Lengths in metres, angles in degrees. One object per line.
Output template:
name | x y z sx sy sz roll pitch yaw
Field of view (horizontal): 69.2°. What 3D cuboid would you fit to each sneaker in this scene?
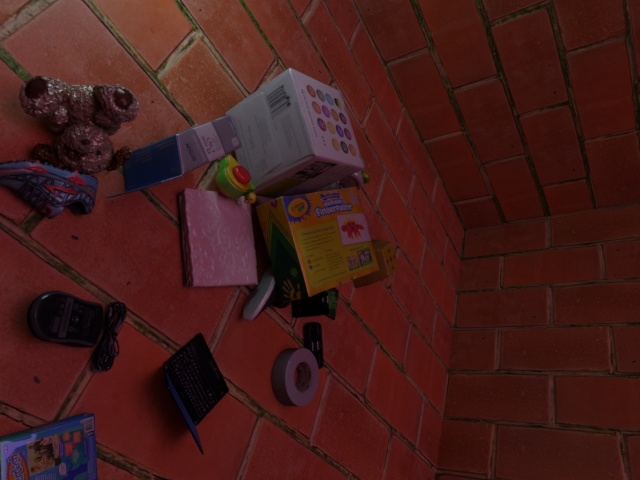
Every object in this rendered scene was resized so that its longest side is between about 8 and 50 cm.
sneaker | -0.179 0.224 1.740 0.147 0.105 0.295 56 36 -24
sneaker | -0.659 -0.117 1.117 0.262 0.104 0.125 8 77 -55

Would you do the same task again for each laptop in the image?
laptop | -0.358 0.446 1.393 0.264 0.137 0.234 -42 117 -52

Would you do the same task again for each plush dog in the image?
plush dog | -0.614 -0.283 1.197 0.263 0.211 0.225 -2 99 -29

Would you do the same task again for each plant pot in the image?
plant pot | 0.279 0.105 2.379 0.212 0.187 0.212 -26 103 -56

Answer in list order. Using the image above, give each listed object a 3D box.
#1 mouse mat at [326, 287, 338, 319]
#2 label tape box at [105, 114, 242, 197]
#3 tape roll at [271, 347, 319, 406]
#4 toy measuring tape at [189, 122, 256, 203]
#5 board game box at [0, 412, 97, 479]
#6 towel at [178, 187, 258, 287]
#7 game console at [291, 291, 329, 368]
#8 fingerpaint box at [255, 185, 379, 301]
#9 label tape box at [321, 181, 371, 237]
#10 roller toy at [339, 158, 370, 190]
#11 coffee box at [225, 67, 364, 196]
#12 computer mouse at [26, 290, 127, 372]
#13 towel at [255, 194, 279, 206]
mouse mat | 0.025 0.266 2.125 0.190 0.007 0.152 39 51 -46
label tape box | -0.434 -0.245 1.349 0.348 0.249 0.115 -41 116 -52
tape roll | -0.096 0.534 1.819 0.219 0.072 0.219 21 64 -53
toy measuring tape | -0.339 -0.250 1.580 0.330 0.121 0.121 50 42 -13
board game box | -0.625 0.505 1.062 0.210 0.047 0.160 4 79 -56
towel | -0.345 -0.003 1.601 0.317 0.053 0.331 3 79 -55
game console | -0.038 0.368 1.973 0.213 0.044 0.361 7 76 -52
fingerpaint box | 0.000 0.000 1.818 0.445 0.163 0.371 -16 90 -48
label tape box | 0.131 -0.087 2.180 0.241 0.106 0.333 40 28 -44
roller toy | 0.119 -0.334 2.246 0.209 0.191 0.146 27 58 -31
coffee box | -0.093 -0.377 1.753 0.334 0.338 0.337 0 71 -55
computer mouse | -0.612 0.210 1.145 0.272 0.072 0.188 48 42 -56
towel | -0.177 -0.176 1.898 0.282 0.049 0.187 -47 121 -52
